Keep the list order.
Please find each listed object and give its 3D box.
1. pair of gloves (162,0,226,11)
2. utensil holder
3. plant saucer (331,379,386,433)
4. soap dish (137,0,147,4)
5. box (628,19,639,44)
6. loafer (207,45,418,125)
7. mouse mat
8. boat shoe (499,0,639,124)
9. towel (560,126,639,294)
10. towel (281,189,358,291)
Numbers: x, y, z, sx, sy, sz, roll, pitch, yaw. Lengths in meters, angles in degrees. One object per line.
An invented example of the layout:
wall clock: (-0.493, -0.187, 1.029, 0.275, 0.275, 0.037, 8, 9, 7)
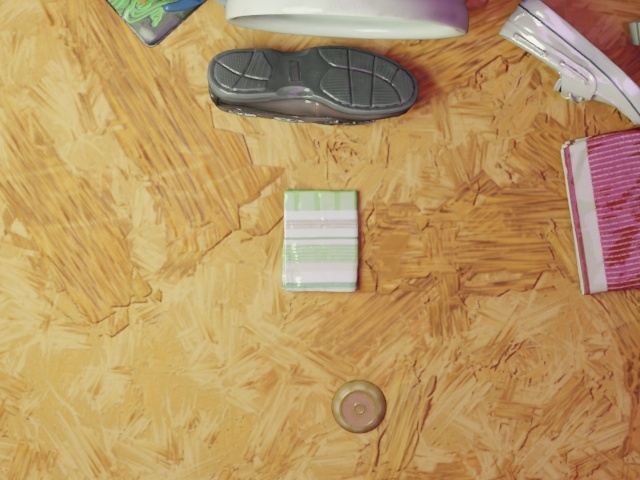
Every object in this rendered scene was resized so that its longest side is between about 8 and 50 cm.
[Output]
pair of gloves: (-0.170, -0.413, 1.823, 0.159, 0.023, 0.198, 9, 102, -44)
utensil holder: (0.047, -0.474, 1.719, 0.328, 0.327, 0.385, 4, 93, 0)
plant saucer: (0.058, 0.251, 1.946, 0.083, 0.015, 0.083, 0, 96, 1)
soap dish: (-0.293, -0.465, 1.747, 0.118, 0.291, 0.228, 21, 94, 23)
box: (0.521, -0.301, 1.794, 0.145, 0.186, 0.038, -11, 97, 1)
loafer: (-0.013, -0.218, 1.872, 0.303, 0.095, 0.109, 4, 66, -4)
mouse mat: (-0.229, -0.396, 1.885, 0.190, 0.007, 0.152, -41, 94, 6)
boat shoe: (0.370, -0.241, 1.859, 0.258, 0.095, 0.084, 43, 99, 7)
towel: (0.530, -0.058, 1.898, 0.329, 0.037, 0.237, -10, 98, 4)
towel: (0.000, 0.000, 1.920, 0.113, 0.023, 0.152, 1, 94, -1)
